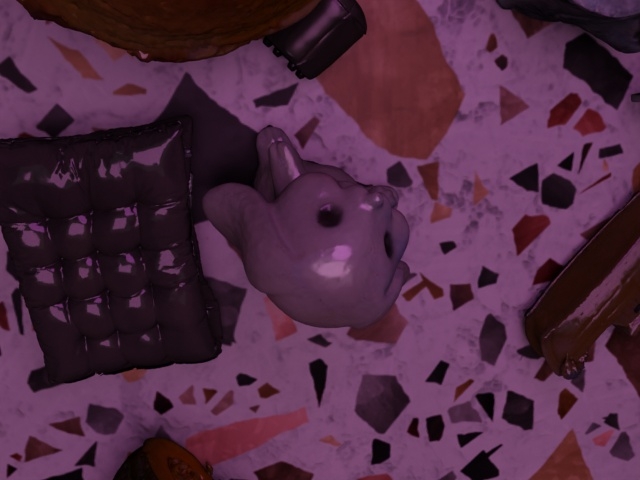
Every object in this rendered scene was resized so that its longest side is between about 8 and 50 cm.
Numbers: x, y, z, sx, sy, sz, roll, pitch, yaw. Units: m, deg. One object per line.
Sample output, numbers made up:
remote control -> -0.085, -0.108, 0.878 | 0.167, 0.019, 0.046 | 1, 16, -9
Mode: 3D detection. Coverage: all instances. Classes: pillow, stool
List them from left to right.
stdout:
pillow -> -0.243, 0.018, 0.891 | 0.228, 0.101, 0.326 | -8, 113, -3
stool -> -0.007, -0.248, 0.876 | 0.110, 0.096, 0.096 | -44, 105, 8

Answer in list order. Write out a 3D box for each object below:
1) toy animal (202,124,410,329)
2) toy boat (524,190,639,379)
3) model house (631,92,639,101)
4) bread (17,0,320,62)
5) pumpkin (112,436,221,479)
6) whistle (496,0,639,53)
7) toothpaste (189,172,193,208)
toy animal -> -0.014, -0.009, 0.858 | 0.249, 0.289, 0.174 | 27, 102, 7
toy boat -> 0.412, 0.050, 1.011 | 0.121, 0.089, 0.321 | 39, 95, -21
model house -> 0.543, -0.319, 0.810 | 0.300, 0.340, 0.323 | -11, 101, -7
bread -> -0.138, -0.358, 0.696 | 0.398, 0.215, 0.398 | 0, 90, -19
pumpkin -> -0.173, 0.438, 0.953 | 0.325, 0.242, 0.232 | 43, 87, -11
whistle -> 0.236, -0.372, 0.837 | 0.405, 0.168, 0.188 | 23, 99, -13
toothpaste -> -0.260, -0.064, 0.920 | 0.204, 0.031, 0.049 | 2, 105, -10
